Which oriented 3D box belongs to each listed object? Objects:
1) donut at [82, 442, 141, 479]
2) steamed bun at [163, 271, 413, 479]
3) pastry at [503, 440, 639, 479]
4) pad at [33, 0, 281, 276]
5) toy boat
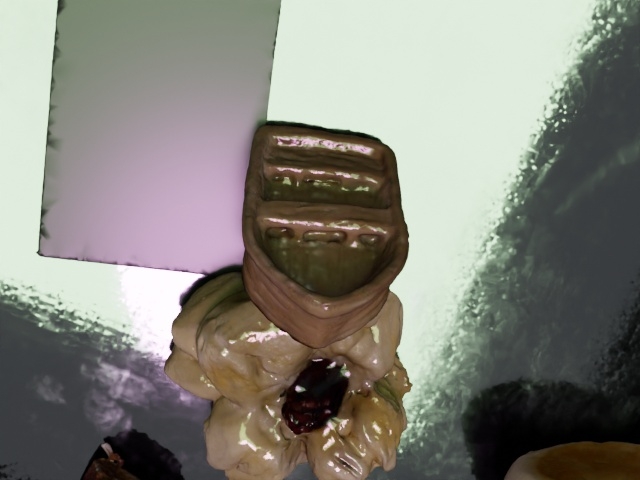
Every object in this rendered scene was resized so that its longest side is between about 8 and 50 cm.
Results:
[{"bbox_3d":[-0.116,0.283,0.836,0.217,0.085,0.141,30,97,-11],"label":"donut"},{"bbox_3d":[-0.023,0.101,0.796,0.192,0.106,0.178,-7,102,-3],"label":"steamed bun"},{"bbox_3d":[0.217,0.214,0.815,0.156,0.156,0.092,-8,95,-3],"label":"pastry"},{"bbox_3d":[-0.125,-0.098,0.801,0.170,0.006,0.246,6,101,-7],"label":"pad"},{"bbox_3d":[0.000,0.000,0.742,0.116,0.188,0.061,7,131,-6],"label":"toy boat"}]
